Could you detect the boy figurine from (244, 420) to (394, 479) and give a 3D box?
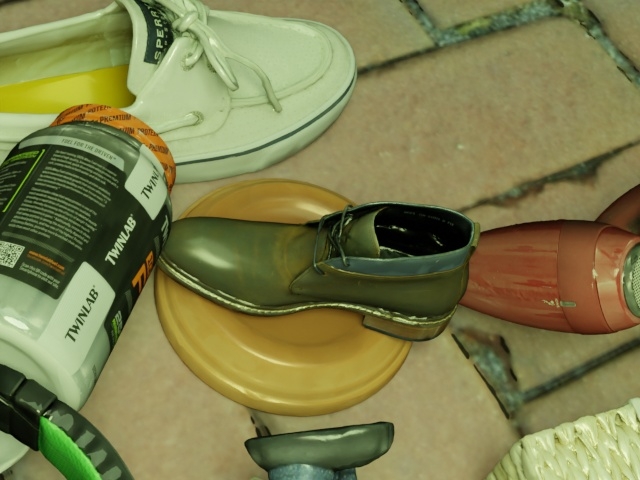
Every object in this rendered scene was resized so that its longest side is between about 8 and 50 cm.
[{"bbox_3d":[0.011,0.243,0.600,0.092,0.177,0.285,-8,77,5],"label":"boy figurine"}]

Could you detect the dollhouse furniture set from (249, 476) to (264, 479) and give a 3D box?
[{"bbox_3d":[-0.061,0.181,0.671,0.091,0.081,0.114,23,53,-1],"label":"dollhouse furniture set"}]

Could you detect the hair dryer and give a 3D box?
[{"bbox_3d":[0.216,0.008,0.817,0.294,0.223,0.080,-10,99,7],"label":"hair dryer"}]

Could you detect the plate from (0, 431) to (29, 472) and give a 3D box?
[{"bbox_3d":[-0.362,0.094,0.664,0.277,0.045,0.278,-30,69,-32],"label":"plate"}]

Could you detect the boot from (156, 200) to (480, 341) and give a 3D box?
[{"bbox_3d":[0.000,0.000,0.751,0.219,0.106,0.082,11,54,-10],"label":"boot"}]

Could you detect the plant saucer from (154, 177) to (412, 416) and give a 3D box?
[{"bbox_3d":[-0.020,0.031,0.814,0.200,0.037,0.200,8,55,-12],"label":"plant saucer"}]

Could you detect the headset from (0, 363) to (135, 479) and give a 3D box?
[{"bbox_3d":[-0.264,0.128,0.528,0.394,0.185,0.243,25,53,3],"label":"headset"}]

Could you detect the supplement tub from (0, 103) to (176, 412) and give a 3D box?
[{"bbox_3d":[-0.164,0.009,0.691,0.117,0.117,0.190,22,50,-1],"label":"supplement tub"}]

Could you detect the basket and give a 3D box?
[{"bbox_3d":[0.183,0.202,0.714,0.103,0.113,0.167,-8,60,-17],"label":"basket"}]

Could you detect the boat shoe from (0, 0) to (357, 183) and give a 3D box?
[{"bbox_3d":[-0.125,-0.134,0.821,0.367,0.156,0.135,-13,61,-23],"label":"boat shoe"}]
